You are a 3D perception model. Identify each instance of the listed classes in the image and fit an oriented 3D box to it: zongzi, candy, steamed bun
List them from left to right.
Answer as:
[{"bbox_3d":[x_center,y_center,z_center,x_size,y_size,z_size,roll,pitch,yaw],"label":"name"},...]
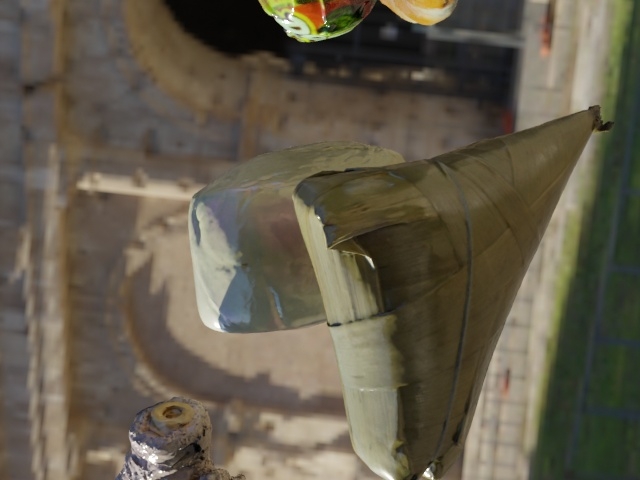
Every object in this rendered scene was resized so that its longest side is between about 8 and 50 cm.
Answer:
[{"bbox_3d":[-0.005,-0.282,1.095,0.091,0.083,0.305,4,-97,-50],"label":"candy"},{"bbox_3d":[0.000,0.000,1.557,0.239,0.153,0.169,-19,-71,-41],"label":"steamed bun"},{"bbox_3d":[0.117,0.036,1.219,0.115,0.256,0.228,20,126,60],"label":"zongzi"}]

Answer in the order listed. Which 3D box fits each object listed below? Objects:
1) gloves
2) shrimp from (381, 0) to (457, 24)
[{"bbox_3d":[-0.132,0.218,1.553,0.094,0.110,0.144,33,155,46],"label":"gloves"},{"bbox_3d":[0.043,-0.232,1.205,0.166,0.049,0.161,52,168,25],"label":"shrimp"}]
